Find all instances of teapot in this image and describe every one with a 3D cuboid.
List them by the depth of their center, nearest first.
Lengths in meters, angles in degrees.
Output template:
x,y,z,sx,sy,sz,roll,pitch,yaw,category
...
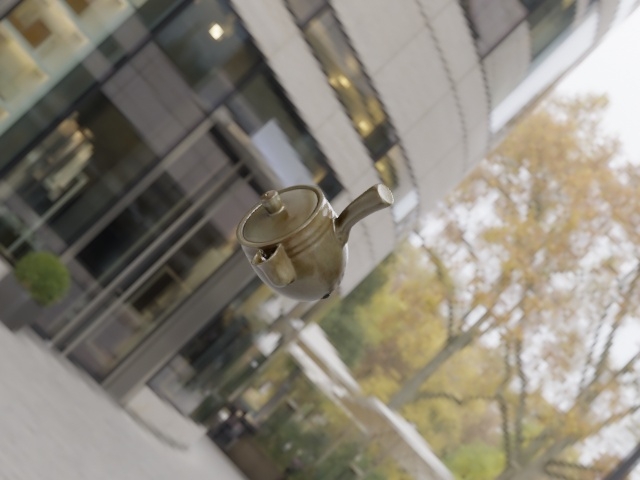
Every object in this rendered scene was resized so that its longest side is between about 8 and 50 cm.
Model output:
x,y,z,sx,sy,sz,roll,pitch,yaw,category
0.000,0.000,0.878,0.080,0.110,0.085,60,27,-30,teapot
